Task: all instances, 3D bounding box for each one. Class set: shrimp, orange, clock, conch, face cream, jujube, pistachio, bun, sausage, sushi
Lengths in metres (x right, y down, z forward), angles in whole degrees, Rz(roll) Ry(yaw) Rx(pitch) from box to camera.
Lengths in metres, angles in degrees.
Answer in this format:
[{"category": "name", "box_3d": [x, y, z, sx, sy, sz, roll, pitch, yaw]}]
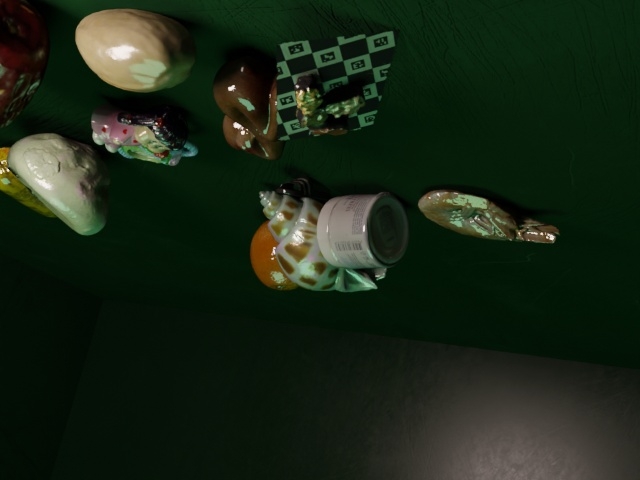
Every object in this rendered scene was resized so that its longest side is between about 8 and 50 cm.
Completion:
[{"category": "shrimp", "box_3d": [0.370, -0.053, 1.896, 0.317, 0.077, 0.168, 10, 162, 20]}, {"category": "orange", "box_3d": [-0.100, 0.036, 2.342, 0.206, 0.206, 0.206, 12, 164, 3]}, {"category": "clock", "box_3d": [-0.360, -0.226, 1.827, 0.196, 0.100, 0.194, 7, 167, 28]}, {"category": "conch", "box_3d": [0.001, 0.001, 2.167, 0.197, 0.249, 0.368, 37, 170, 50]}, {"category": "face cream", "box_3d": [0.104, -0.022, 2.018, 0.153, 0.177, 0.177, -3, 158, 40]}, {"category": "jujube", "box_3d": [-0.600, -0.311, 1.508, 0.223, 0.223, 0.318, 24, 151, -35]}, {"category": "pistachio", "box_3d": [-0.306, -0.313, 1.409, 0.226, 0.135, 0.136, 17, 167, 23]}, {"category": "bun", "box_3d": [-0.615, -0.159, 2.103, 0.293, 0.187, 0.293, 39, 169, 9]}, {"category": "sausage", "box_3d": [-0.789, -0.155, 2.350, 0.123, 0.123, 0.347, 7, 163, 20]}, {"category": "sushi", "box_3d": [0.019, -0.228, 1.397, 0.193, 0.043, 0.279, -9, 156, -10]}]

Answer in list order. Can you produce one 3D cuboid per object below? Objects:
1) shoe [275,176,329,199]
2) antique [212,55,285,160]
[{"category": "shoe", "box_3d": [-0.041, -0.127, 2.020, 0.071, 0.049, 0.179, 8, -177, 37]}, {"category": "antique", "box_3d": [-0.120, -0.238, 1.553, 0.143, 0.121, 0.257, 12, 163, 2]}]
